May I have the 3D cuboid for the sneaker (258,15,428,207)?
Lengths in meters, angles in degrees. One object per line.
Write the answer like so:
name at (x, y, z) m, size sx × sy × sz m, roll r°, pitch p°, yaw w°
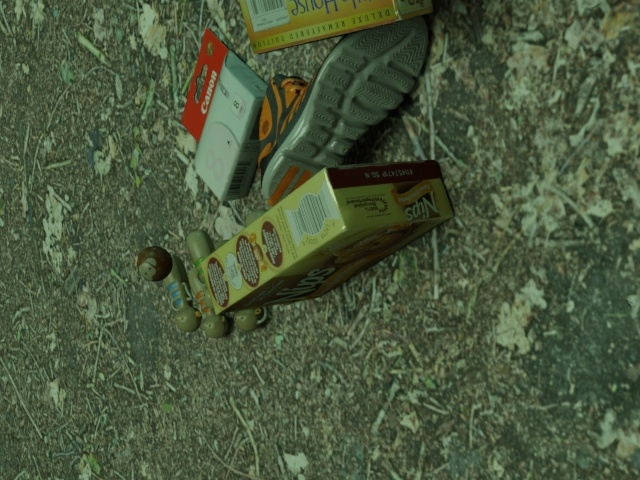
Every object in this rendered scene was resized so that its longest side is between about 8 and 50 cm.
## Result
sneaker at (0.005, -0.203, 1.361) m, size 0.321 × 0.124 × 0.180 m, roll -50°, pitch 33°, yaw 20°

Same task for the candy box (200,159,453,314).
candy box at (0.000, 0.000, 1.344) m, size 0.316 × 0.183 × 0.087 m, roll -33°, pitch 70°, yaw 49°

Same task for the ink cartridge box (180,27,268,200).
ink cartridge box at (-0.169, -0.204, 1.636) m, size 0.232 × 0.066 × 0.189 m, roll 44°, pitch 128°, yaw 34°

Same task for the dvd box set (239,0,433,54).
dvd box set at (-0.032, -0.440, 1.174) m, size 0.307 × 0.062 × 0.420 m, roll 2°, pitch 110°, yaw 56°

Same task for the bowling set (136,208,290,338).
bowling set at (-0.184, 0.080, 1.587) m, size 0.287 × 0.200 × 0.154 m, roll -41°, pitch 64°, yaw 50°
